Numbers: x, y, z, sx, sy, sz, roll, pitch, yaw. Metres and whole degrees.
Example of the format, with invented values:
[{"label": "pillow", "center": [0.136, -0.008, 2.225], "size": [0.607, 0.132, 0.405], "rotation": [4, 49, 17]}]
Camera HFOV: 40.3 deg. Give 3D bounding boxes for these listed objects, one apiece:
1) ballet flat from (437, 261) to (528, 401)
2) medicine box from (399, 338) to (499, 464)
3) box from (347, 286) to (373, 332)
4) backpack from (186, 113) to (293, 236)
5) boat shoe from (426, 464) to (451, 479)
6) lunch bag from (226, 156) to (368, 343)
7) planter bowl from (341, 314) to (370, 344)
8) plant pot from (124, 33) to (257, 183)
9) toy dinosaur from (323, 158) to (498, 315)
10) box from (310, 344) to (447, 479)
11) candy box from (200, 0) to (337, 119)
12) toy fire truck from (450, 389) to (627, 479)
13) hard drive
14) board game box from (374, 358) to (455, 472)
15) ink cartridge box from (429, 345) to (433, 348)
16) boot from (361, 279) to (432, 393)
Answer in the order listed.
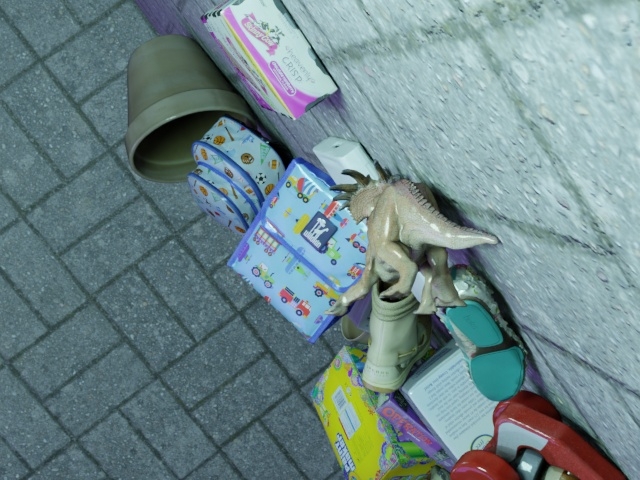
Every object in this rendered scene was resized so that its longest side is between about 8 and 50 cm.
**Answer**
[{"label": "ballet flat", "center": [0.211, 0.114, 1.114], "size": [0.077, 0.091, 0.241], "rotation": [-88, -21, -43]}, {"label": "medicine box", "center": [0.281, 0.325, 1.505], "size": [0.289, 0.149, 0.263], "rotation": [52, 177, 6]}, {"label": "box", "center": [0.126, 0.138, 1.773], "size": [0.102, 0.101, 0.087], "rotation": [23, -174, -17]}, {"label": "backpack", "center": [-0.189, -0.151, 2.030], "size": [0.276, 0.213, 0.263], "rotation": [27, 150, 26]}, {"label": "boat shoe", "center": [0.227, 0.503, 1.642], "size": [0.122, 0.120, 0.324], "rotation": [37, 172, 19]}, {"label": "lunch bag", "center": [0.000, 0.000, 1.536], "size": [0.221, 0.138, 0.293], "rotation": [42, 133, 10]}, {"label": "planter bowl", "center": [0.134, 0.162, 1.918], "size": [0.109, 0.162, 0.162], "rotation": [25, -173, -22]}, {"label": "plant pot", "center": [-0.350, -0.341, 2.150], "size": [0.323, 0.323, 0.280], "rotation": [63, -175, -69]}, {"label": "toy dinosaur", "center": [0.091, -0.019, 1.008], "size": [0.295, 0.127, 0.200], "rotation": [147, 127, -69]}, {"label": "box", "center": [0.175, 0.396, 1.899], "size": [0.279, 0.177, 0.290], "rotation": [7, -139, -34]}, {"label": "candy box", "center": [-0.075, -0.248, 1.141], "size": [0.159, 0.071, 0.233], "rotation": [55, 175, -17]}, {"label": "toy fire truck", "center": [0.323, 0.366, 1.201], "size": [0.254, 0.169, 0.302], "rotation": [22, 132, 28]}, {"label": "hard drive", "center": [0.107, -0.016, 1.303], "size": [0.307, 0.040, 0.203], "rotation": [54, 176, -15]}, {"label": "board game box", "center": [0.260, 0.369, 1.740], "size": [0.347, 0.056, 0.208], "rotation": [40, -148, -12]}, {"label": "ink cartridge box", "center": [0.269, 0.319, 2.158], "size": [0.175, 0.072, 0.127], "rotation": [50, 176, 25]}, {"label": "boot", "center": [0.148, 0.123, 1.569], "size": [0.095, 0.262, 0.203], "rotation": [14, 121, 20]}]
